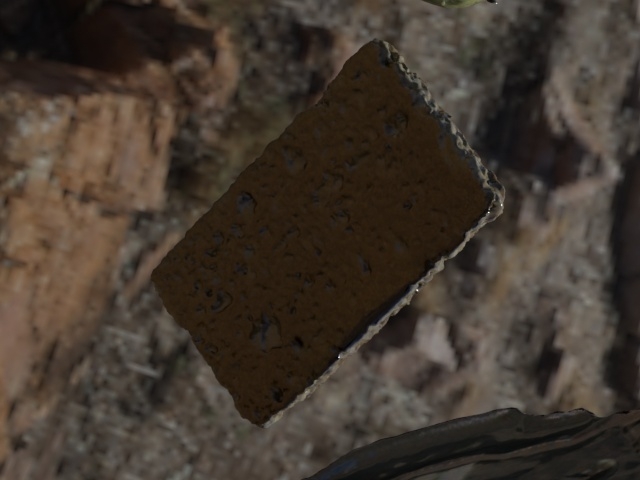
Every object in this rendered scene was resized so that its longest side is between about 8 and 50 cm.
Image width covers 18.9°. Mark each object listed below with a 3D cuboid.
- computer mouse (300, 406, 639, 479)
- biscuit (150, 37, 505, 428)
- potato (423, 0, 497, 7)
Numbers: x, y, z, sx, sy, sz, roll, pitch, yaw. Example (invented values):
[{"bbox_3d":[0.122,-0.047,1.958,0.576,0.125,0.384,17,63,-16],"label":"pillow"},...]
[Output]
[{"bbox_3d":[0.086,0.153,0.761,0.115,0.389,0.199,63,36,-16],"label":"computer mouse"},{"bbox_3d":[0.000,0.000,1.129,0.231,0.131,0.025,-44,163,30],"label":"biscuit"},{"bbox_3d":[0.060,-0.236,1.062,0.090,0.117,0.225,-3,74,-54],"label":"potato"}]
